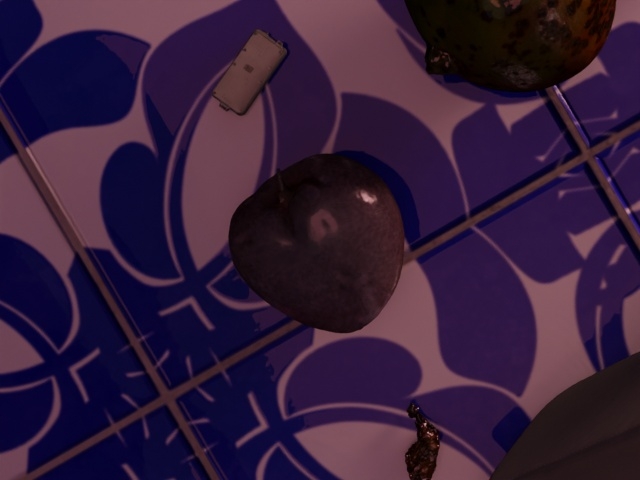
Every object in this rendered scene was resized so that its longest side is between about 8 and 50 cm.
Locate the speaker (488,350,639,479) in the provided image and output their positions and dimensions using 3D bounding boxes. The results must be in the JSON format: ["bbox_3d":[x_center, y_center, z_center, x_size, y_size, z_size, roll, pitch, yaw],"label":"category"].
[{"bbox_3d":[0.345,0.187,1.175,0.184,0.183,0.406,48,139,-3],"label":"speaker"}]

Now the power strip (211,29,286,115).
[{"bbox_3d":[-0.072,-0.169,1.372,0.040,0.016,0.090,37,101,3],"label":"power strip"}]

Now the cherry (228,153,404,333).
[{"bbox_3d":[0.004,0.000,1.318,0.176,0.140,0.176,0,118,0],"label":"cherry"}]

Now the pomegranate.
[{"bbox_3d":[0.185,-0.244,1.257,0.198,0.246,0.198,18,134,20],"label":"pomegranate"}]

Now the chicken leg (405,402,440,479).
[{"bbox_3d":[0.104,0.207,1.379,0.036,0.021,0.083,3,96,18],"label":"chicken leg"}]
